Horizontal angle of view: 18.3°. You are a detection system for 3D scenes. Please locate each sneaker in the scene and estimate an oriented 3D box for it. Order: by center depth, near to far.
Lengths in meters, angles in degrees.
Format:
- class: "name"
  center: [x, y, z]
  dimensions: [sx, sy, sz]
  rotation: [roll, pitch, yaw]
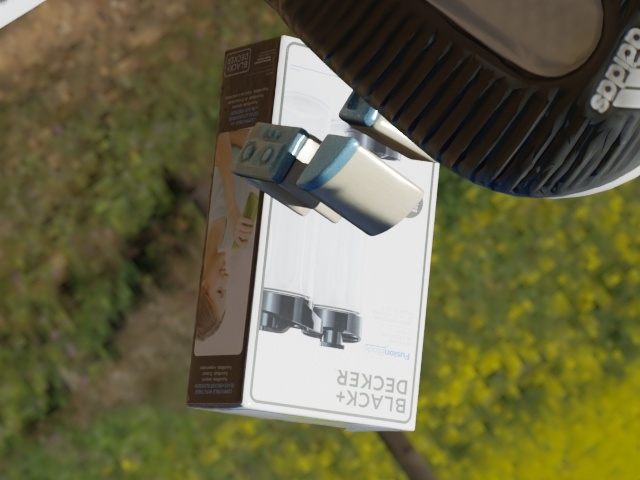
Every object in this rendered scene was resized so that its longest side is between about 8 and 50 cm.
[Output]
- class: "sneaker"
  center: [0.045, -0.168, 0.807]
  dimensions: [0.257, 0.447, 0.169]
  rotation: [-3, 130, -48]

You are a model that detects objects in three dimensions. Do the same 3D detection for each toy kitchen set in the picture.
- class: "toy kitchen set"
  center: [0.024, -0.125, 1.333]
  dimensions: [0.207, 0.122, 0.166]
  rotation: [-58, -157, -7]

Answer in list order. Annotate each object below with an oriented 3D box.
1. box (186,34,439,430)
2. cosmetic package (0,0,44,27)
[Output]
- class: "box"
  center: [0.000, 0.000, 1.565]
  dimensions: [0.169, 0.290, 0.087]
  rotation: [13, 170, -33]
- class: "cosmetic package"
  center: [-0.128, -0.311, 1.202]
  dimensions: [0.385, 0.156, 0.217]
  rotation: [-41, 154, -42]
